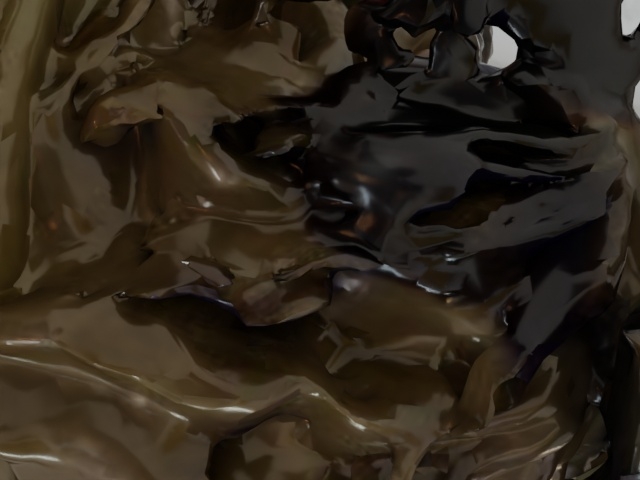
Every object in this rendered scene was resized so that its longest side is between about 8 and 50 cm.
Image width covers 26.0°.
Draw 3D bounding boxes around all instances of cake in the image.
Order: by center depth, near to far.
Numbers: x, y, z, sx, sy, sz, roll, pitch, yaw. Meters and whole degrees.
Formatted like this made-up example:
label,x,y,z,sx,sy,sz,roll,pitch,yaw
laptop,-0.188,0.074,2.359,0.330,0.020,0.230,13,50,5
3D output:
label,x,y,z,sx,sy,sz,roll,pitch,yaw
cake,0.005,-0.003,0.511,0.321,0.332,0.332,4,-170,33

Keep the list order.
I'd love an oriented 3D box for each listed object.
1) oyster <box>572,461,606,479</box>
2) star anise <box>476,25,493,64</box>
label,x,y,z,sx,sy,sz,roll,pitch,yaw
oyster,0.190,0.168,0.612,0.166,0.094,0.294,-13,-139,-21
star anise,0.060,-0.071,0.817,0.109,0.236,0.223,10,178,-5
